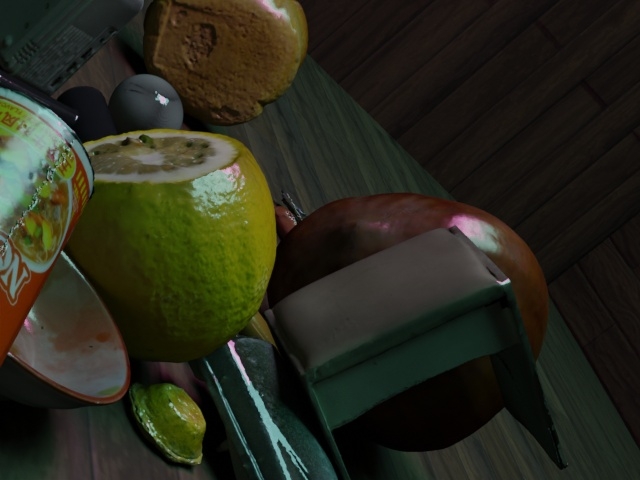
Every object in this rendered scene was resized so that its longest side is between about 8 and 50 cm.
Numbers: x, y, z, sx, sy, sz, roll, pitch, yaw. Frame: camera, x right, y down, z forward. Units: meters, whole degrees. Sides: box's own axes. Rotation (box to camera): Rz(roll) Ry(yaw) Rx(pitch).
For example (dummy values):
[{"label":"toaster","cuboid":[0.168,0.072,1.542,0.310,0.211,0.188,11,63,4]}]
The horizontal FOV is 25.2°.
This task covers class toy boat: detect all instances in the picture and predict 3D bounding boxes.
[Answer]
[{"label":"toy boat","cuboid":[-0.041,0.238,1.491,0.319,0.092,0.141,63,16,21]}]

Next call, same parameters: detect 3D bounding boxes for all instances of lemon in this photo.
[{"label":"lemon","cuboid":[-0.161,0.013,1.433,0.240,0.240,0.219,-91,178,-70]}]

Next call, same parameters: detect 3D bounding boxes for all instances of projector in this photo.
[{"label":"projector","cuboid":[-0.355,-0.337,1.824,0.099,0.192,0.256,34,21,-52]}]

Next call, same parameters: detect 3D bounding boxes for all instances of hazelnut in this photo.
[{"label":"hazelnut","cuboid":[0.112,0.093,1.837,0.366,0.366,0.366,46,14,-15]}]

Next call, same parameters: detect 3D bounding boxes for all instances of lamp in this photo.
[{"label":"lamp","cuboid":[-0.239,-0.174,1.947,0.105,0.105,0.105,46,14,-15]}]

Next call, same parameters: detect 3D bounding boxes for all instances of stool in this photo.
[{"label":"stool","cuboid":[0.105,0.163,1.593,0.170,0.244,0.269,-126,-167,-63]}]

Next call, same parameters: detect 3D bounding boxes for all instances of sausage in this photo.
[{"label":"sausage","cuboid":[-0.041,-0.002,2.268,0.036,0.042,0.158,-8,46,-28]}]

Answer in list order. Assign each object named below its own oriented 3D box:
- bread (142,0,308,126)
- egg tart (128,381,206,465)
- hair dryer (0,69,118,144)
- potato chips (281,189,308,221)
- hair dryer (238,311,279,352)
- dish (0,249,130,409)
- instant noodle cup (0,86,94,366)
[{"label":"bread","cuboid":[-0.154,-0.318,2.288,0.270,0.270,0.148,46,13,-15]},{"label":"egg tart","cuboid":[-0.147,0.175,1.416,0.105,0.039,0.105,46,12,-12]},{"label":"hair dryer","cuboid":[-0.341,-0.154,1.681,0.255,0.070,0.128,26,26,-44]},{"label":"potato chips","cuboid":[-0.001,0.000,2.411,0.207,0.028,0.092,53,12,6]},{"label":"hair dryer","cuboid":[-0.079,0.119,1.723,0.278,0.090,0.135,53,12,-10]},{"label":"dish","cuboid":[-0.281,0.059,1.206,0.260,0.085,0.260,47,11,-12]},{"label":"instant noodle cup","cuboid":[-0.263,0.006,1.002,0.193,0.193,0.212,45,48,-20]}]
